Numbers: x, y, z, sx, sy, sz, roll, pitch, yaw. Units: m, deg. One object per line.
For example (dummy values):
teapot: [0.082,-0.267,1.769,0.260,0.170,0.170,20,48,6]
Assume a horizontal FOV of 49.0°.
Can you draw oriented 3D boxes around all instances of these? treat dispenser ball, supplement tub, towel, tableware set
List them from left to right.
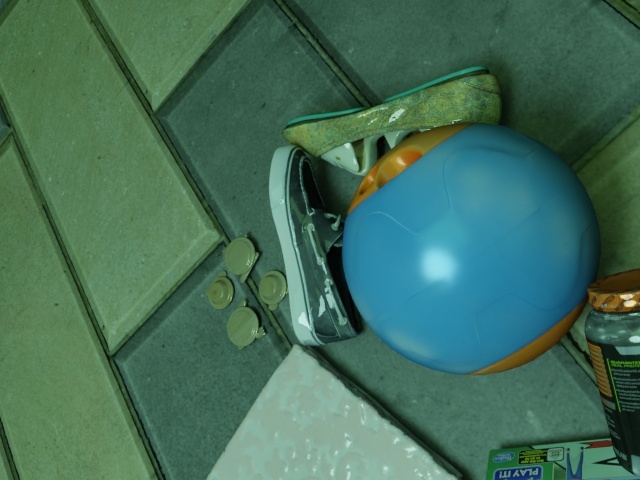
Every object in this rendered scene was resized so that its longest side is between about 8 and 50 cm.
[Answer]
tableware set: [-0.126,0.083,1.152,0.141,0.020,0.169,-52,58,15]
towel: [0.000,0.359,0.981,0.332,0.053,0.317,37,98,33]
treat dispenser ball: [0.168,0.009,0.810,0.288,0.288,0.288,-9,74,32]
supplement tub: [0.334,0.129,0.699,0.117,0.117,0.190,-12,97,31]

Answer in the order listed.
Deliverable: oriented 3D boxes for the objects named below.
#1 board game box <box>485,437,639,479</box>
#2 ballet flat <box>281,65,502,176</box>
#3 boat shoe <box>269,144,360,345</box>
board game box: [0.317,0.294,0.711,0.317,0.046,0.213,-16,26,29]
ballet flat: [0.093,-0.152,1.013,0.348,0.123,0.123,-10,73,32]
boat shoe: [0.000,0.000,1.031,0.102,0.108,0.301,-12,80,24]
